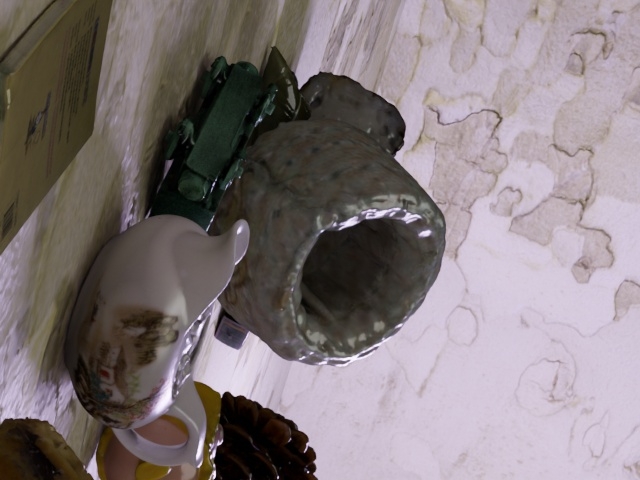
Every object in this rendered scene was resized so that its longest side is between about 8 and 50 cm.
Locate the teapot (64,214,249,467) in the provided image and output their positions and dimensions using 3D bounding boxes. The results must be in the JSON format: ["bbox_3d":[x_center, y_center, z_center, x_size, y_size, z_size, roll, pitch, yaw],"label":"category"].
[{"bbox_3d":[-0.153,0.088,1.389,0.204,0.139,0.298,-69,175,-51],"label":"teapot"}]

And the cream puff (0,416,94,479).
[{"bbox_3d":[-0.224,0.202,1.132,0.104,0.119,0.133,18,57,-51],"label":"cream puff"}]

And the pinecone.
[{"bbox_3d":[-0.146,0.365,2.209,0.292,0.246,0.246,-43,160,-34],"label":"pinecone"}]

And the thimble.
[{"bbox_3d":[0.000,0.000,1.859,0.291,0.195,0.291,-24,134,-27],"label":"thimble"}]

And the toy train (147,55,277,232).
[{"bbox_3d":[-0.112,-0.096,1.520,0.132,0.083,0.200,-60,-176,44],"label":"toy train"}]

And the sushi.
[{"bbox_3d":[-0.014,-0.094,2.127,0.343,0.196,0.182,-64,-168,-19],"label":"sushi"}]

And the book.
[{"bbox_3d":[-0.186,-0.092,1.023,0.192,0.013,0.168,-65,173,-52],"label":"book"}]

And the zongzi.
[{"bbox_3d":[-0.082,-0.155,1.892,0.154,0.062,0.130,-52,148,-21],"label":"zongzi"}]

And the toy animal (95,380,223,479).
[{"bbox_3d":[-0.184,0.241,1.710,0.230,0.156,0.156,-96,-157,-77],"label":"toy animal"}]

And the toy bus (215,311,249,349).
[{"bbox_3d":[-0.119,0.110,2.377,0.072,0.057,0.172,-63,179,28],"label":"toy bus"}]
